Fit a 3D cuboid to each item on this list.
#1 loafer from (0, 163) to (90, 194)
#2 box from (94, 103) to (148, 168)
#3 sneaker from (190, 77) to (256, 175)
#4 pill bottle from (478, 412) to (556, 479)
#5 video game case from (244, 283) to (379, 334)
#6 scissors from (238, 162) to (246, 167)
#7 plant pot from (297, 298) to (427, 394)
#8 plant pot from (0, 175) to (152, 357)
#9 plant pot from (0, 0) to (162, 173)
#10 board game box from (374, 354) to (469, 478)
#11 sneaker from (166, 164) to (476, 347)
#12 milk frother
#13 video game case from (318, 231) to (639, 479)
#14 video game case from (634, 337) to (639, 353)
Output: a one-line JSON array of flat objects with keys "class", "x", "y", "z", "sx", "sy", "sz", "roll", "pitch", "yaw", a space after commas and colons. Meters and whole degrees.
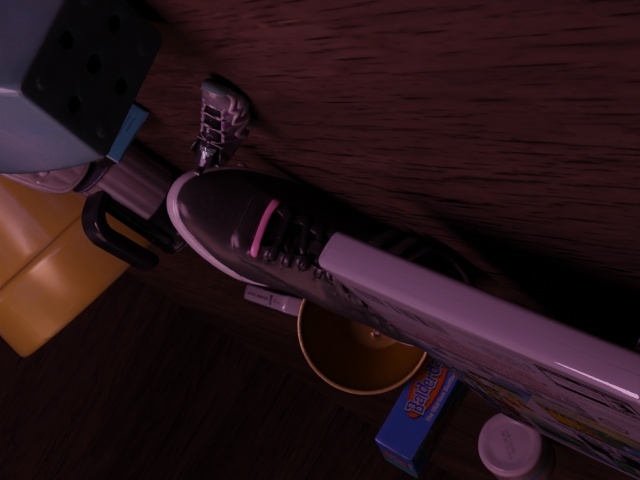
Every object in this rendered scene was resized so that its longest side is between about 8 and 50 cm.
[{"class": "loafer", "x": -0.379, "y": -0.162, "z": 1.737, "sx": 0.319, "sy": 0.112, "sz": 0.111, "roll": 39, "pitch": 175, "yaw": -7}, {"class": "box", "x": -0.289, "y": -0.159, "z": 1.578, "sx": 0.244, "sy": 0.060, "sz": 0.100, "roll": 32, "pitch": 171, "yaw": -13}, {"class": "sneaker", "x": -0.084, "y": -0.084, "z": 1.304, "sx": 0.038, "sy": 0.069, "sz": 0.098, "roll": 26, "pitch": 171, "yaw": 20}, {"class": "pill bottle", "x": 0.264, "y": 0.284, "z": 2.176, "sx": 0.087, "sy": 0.087, "sz": 0.160, "roll": 26, "pitch": 171, "yaw": 23}, {"class": "video game case", "x": 0.024, "y": 0.085, "z": 1.858, "sx": 0.190, "sy": 0.022, "sz": 0.173, "roll": 15, "pitch": 178, "yaw": -17}, {"class": "scissors", "x": 0.000, "y": 0.000, "z": 1.670, "sx": 0.109, "sy": 0.021, "sz": 0.297, "roll": 10, "pitch": 155, "yaw": 19}, {"class": "plant pot", "x": 0.051, "y": 0.083, "z": 1.662, "sx": 0.134, "sy": 0.134, "sz": 0.095, "roll": 29, "pitch": -173, "yaw": 7}, {"class": "plant pot", "x": -0.347, "y": -0.028, "z": 1.981, "sx": 0.239, "sy": 0.254, "sz": 0.254, "roll": 47, "pitch": 169, "yaw": -7}, {"class": "plant pot", "x": -0.247, "y": -0.148, "z": 1.219, "sx": 0.234, "sy": 0.166, "sz": 0.165, "roll": 14, "pitch": 163, "yaw": 36}, {"class": "board game box", "x": 0.120, "y": 0.164, "z": 1.737, "sx": 0.047, "sy": 0.160, "sz": 0.210, "roll": 29, "pitch": 171, "yaw": 11}, {"class": "sneaker", "x": 0.014, "y": 0.010, "z": 1.433, "sx": 0.295, "sy": 0.105, "sz": 0.147, "roll": 26, "pitch": 171, "yaw": -14}, {"class": "milk frother", "x": -0.175, "y": -0.052, "z": 1.762, "sx": 0.134, "sy": 0.129, "sz": 0.143, "roll": 35, "pitch": 127, "yaw": -30}, {"class": "video game case", "x": 0.191, "y": 0.116, "z": 1.257, "sx": 0.329, "sy": 0.036, "sz": 0.300, "roll": 22, "pitch": 167, "yaw": 46}, {"class": "video game case", "x": 0.352, "y": 0.139, "z": 1.159, "sx": 0.269, "sy": 0.061, "sz": 0.244, "roll": 28, "pitch": 170, "yaw": 16}]
